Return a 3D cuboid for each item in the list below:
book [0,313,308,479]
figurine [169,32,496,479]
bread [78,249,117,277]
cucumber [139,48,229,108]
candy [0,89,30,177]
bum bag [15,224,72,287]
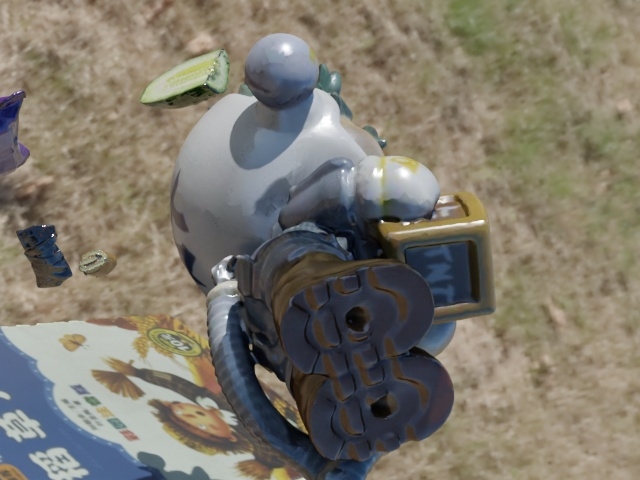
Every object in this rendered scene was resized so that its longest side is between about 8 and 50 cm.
[{"bbox_3d":[-0.188,0.168,1.109,0.300,0.039,0.428,34,19,29],"label":"book"},{"bbox_3d":[0.001,-0.004,0.791,0.382,0.186,0.261,-125,-149,-67],"label":"figurine"},{"bbox_3d":[-0.338,0.034,1.810,0.036,0.047,0.083,56,-2,5],"label":"bread"},{"bbox_3d":[-0.152,-0.171,1.340,0.035,0.107,0.067,50,40,-36],"label":"cucumber"},{"bbox_3d":[-0.437,-0.112,1.535,0.145,0.275,0.070,-33,86,-17],"label":"candy"},{"bbox_3d":[-0.398,0.023,1.725,0.124,0.058,0.034,79,-11,-47],"label":"bum bag"}]
